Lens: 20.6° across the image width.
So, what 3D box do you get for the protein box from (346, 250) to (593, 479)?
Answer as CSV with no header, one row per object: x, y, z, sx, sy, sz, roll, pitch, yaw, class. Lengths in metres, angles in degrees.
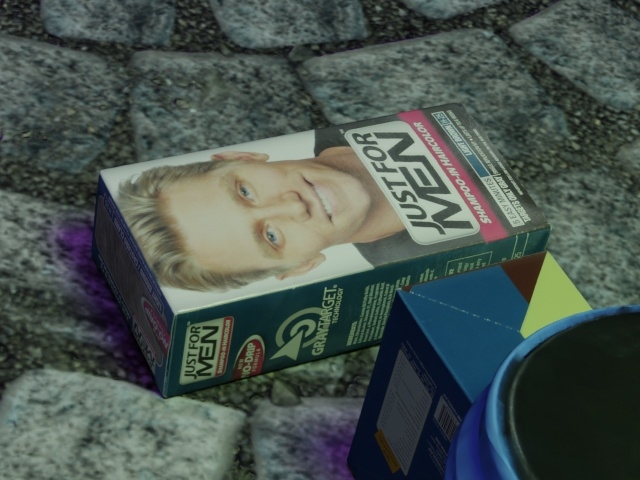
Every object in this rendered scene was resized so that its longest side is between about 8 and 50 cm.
0.137,0.157,1.292,0.136,0.201,0.200,-13,49,-25,protein box

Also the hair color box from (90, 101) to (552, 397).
0.000,0.000,1.492,0.347,0.105,0.174,-13,49,-24,hair color box

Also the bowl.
0.267,0.167,1.051,0.391,0.077,0.391,10,30,-6,bowl
